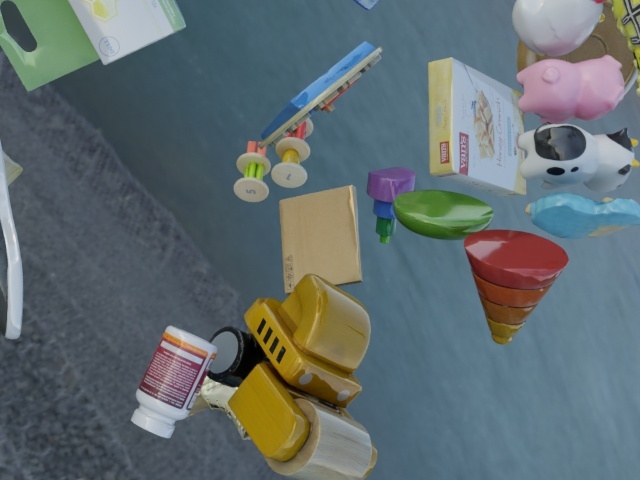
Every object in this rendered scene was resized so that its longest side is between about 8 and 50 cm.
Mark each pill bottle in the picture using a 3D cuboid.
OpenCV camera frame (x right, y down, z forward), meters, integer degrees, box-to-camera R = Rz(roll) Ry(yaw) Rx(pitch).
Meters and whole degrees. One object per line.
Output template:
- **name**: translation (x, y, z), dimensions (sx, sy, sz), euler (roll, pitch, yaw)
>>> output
- **pill bottle**: translation (-0.220, 0.210, 1.505), dimensions (0.086, 0.086, 0.152), euler (33, 79, -51)

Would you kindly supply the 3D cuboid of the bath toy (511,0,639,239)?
- **bath toy**: translation (0.339, -0.182, 1.317), dimensions (0.151, 0.129, 0.348), euler (11, 69, -40)

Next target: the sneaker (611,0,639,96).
- **sneaker**: translation (0.454, -0.260, 1.328), dimensions (0.145, 0.147, 0.384), euler (13, 38, -41)

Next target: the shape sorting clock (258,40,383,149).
- **shape sorting clock**: translation (0.001, -0.184, 1.325), dimensions (0.040, 0.206, 0.206), euler (49, 26, -3)

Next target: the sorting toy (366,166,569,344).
- **sorting toy**: translation (0.163, 0.019, 1.283), dimensions (0.365, 0.127, 0.126), euler (38, -50, 54)

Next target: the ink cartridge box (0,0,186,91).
- **ink cartridge box**: translation (-0.314, -0.304, 1.295), dimensions (0.056, 0.235, 0.171), euler (-111, 176, -65)

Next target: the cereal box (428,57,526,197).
- **cereal box**: translation (0.244, -0.167, 1.557), dimensions (0.240, 0.047, 0.173), euler (9, 78, -53)

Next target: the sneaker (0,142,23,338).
- **sneaker**: translation (-0.471, -0.008, 1.306), dimensions (0.147, 0.104, 0.295), euler (-11, 88, -23)

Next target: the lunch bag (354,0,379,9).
- **lunch bag**: translation (0.084, -0.498, 1.807), dimensions (0.129, 0.096, 0.151), euler (5, 100, -68)

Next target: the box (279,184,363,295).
- **box**: translation (0.000, 0.000, 2.020), dimensions (0.021, 0.164, 0.201), euler (36, 46, -63)

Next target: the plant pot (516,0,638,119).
- **plant pot**: translation (0.457, -0.322, 1.753), dimensions (0.236, 0.236, 0.032), euler (56, 2, -22)

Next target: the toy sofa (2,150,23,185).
- **toy sofa**: translation (-0.707, -0.205, 1.752), dimensions (0.362, 0.150, 0.177), euler (45, -2, 12)

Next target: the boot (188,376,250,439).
- **boot**: translation (-0.203, 0.365, 2.195), dimensions (0.165, 0.213, 0.077), euler (60, -2, 37)

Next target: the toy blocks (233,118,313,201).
- **toy blocks**: translation (-0.069, -0.140, 1.525), dimensions (0.054, 0.123, 0.148), euler (46, 37, -39)

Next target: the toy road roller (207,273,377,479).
- **toy road roller**: translation (-0.013, 0.207, 1.604), dimensions (0.202, 0.240, 0.329), euler (30, 14, -43)
